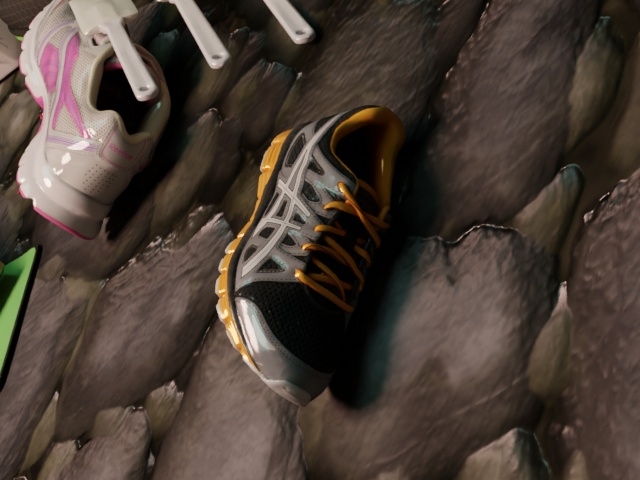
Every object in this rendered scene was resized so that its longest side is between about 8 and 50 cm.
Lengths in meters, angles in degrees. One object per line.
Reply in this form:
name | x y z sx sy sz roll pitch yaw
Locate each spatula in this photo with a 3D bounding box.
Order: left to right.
spatula | -0.095 -0.175 1.437 0.168 0.019 0.242 -20 28 -8

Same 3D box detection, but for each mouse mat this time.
mouse mat | -0.301 0.094 1.601 0.189 0.007 0.153 -29 39 43

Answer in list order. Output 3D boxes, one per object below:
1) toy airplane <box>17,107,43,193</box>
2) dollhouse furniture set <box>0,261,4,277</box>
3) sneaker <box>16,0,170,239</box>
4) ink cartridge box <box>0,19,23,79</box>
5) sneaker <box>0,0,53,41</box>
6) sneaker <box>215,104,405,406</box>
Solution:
toy airplane | -0.226 -0.093 1.641 0.151 0.028 0.151 -41 33 34
dollhouse furniture set | -0.376 0.054 1.661 0.212 0.161 0.242 -65 5 -14
sneaker | -0.168 -0.120 1.510 0.111 0.103 0.252 -37 41 28
ink cartridge box | -0.340 -0.257 1.940 0.134 0.078 0.231 -29 39 43
sneaker | -0.240 -0.349 1.641 0.483 0.202 0.185 115 175 -58
sneaker | 0.000 0.000 1.119 0.083 0.084 0.215 -29 38 36
